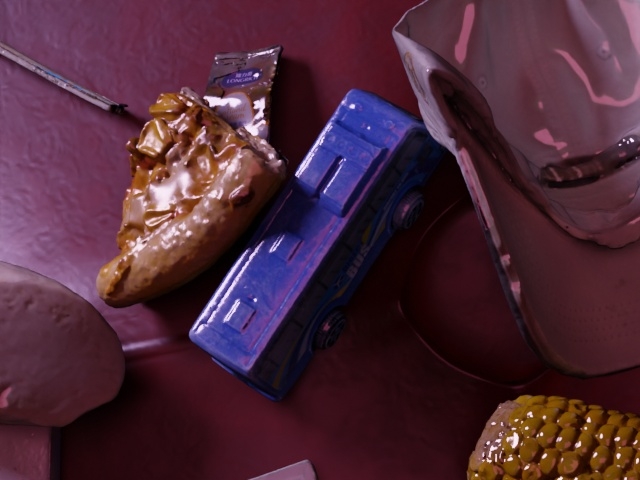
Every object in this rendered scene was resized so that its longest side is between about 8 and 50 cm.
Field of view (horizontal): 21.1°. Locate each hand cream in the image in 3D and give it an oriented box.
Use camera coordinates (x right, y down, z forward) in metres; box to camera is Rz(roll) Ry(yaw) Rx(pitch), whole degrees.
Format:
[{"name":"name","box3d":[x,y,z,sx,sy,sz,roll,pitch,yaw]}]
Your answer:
[{"name":"hand cream","box3d":[-0.062,-0.075,1.325,0.062,0.039,0.163,-7,73,28]}]

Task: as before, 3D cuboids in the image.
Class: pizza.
[{"name":"pizza","box3d":[-0.102,-0.047,1.284,0.182,0.062,0.161,-27,54,38]}]

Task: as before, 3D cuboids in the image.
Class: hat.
[{"name":"hat","box3d":[0.193,-0.056,1.224,0.258,0.168,0.301,-14,97,-11]}]

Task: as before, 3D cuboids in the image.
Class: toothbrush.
[{"name":"toothbrush","box3d":[-0.280,-0.166,1.401,0.294,0.026,0.028,24,101,17]}]

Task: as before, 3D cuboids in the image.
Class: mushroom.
[{"name":"mushroom","box3d":[-0.311,0.055,1.309,0.350,0.128,0.128,20,82,21]}]

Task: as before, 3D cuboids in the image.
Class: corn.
[{"name":"corn","box3d":[0.254,0.186,1.147,0.322,0.119,0.119,18,81,17]}]

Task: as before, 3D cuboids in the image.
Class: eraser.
[{"name":"eraser","box3d":[-0.273,0.185,1.317,0.150,0.023,0.104,-3,77,12]}]

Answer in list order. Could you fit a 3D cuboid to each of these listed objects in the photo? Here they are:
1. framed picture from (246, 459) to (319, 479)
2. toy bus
[{"name":"framed picture","box3d":[-0.099,0.301,1.248,0.274,0.017,0.217,-18,76,8]},{"name":"toy bus","box3d":[0.002,0.001,1.260,0.079,0.094,0.236,32,86,18]}]
